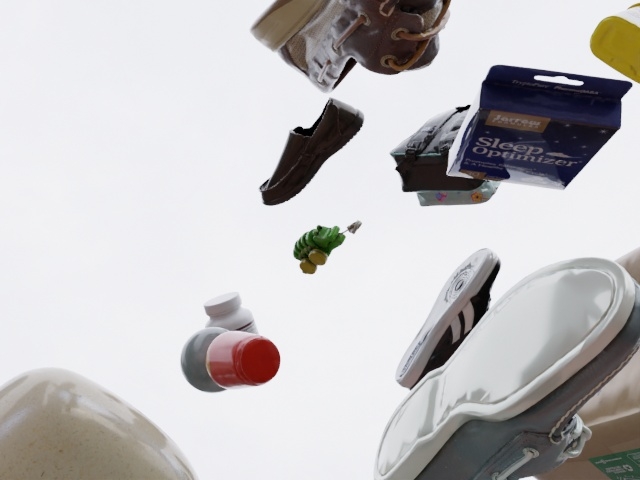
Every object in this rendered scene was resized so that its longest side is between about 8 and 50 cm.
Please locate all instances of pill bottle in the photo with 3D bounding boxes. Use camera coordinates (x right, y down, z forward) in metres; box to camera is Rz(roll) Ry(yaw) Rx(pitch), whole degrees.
[{"bbox_3d":[-0.146,0.169,1.520,0.086,0.086,0.152,-16,-80,9],"label":"pill bottle"}]

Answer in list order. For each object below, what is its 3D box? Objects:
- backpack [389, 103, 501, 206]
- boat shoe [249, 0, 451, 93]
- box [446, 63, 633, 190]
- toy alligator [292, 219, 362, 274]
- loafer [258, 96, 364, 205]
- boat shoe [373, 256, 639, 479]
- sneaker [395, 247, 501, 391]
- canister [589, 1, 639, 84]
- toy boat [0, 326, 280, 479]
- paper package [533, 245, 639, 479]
[{"bbox_3d":[0.230,-0.144,1.489,0.166,0.188,0.144,-3,-54,38],"label":"backpack"},{"bbox_3d":[0.060,-0.198,0.731,0.123,0.123,0.342,51,-28,-12],"label":"boat shoe"},{"bbox_3d":[0.215,-0.109,0.915,0.137,0.036,0.225,8,-17,1],"label":"box"},{"bbox_3d":[0.000,0.000,1.347,0.051,0.056,0.190,35,-34,-8],"label":"toy alligator"},{"bbox_3d":[-0.029,-0.148,1.445,0.078,0.080,0.220,42,-79,-19],"label":"loafer"},{"bbox_3d":[0.152,0.123,0.682,0.099,0.116,0.319,27,-43,-9],"label":"boat shoe"},{"bbox_3d":[0.203,0.125,1.192,0.121,0.079,0.216,31,-82,-12],"label":"sneaker"},{"bbox_3d":[0.469,-0.283,1.287,0.126,0.170,0.073,38,-55,17],"label":"canister"},{"bbox_3d":[-0.168,0.198,0.816,0.267,0.318,0.148,53,-27,-14],"label":"toy boat"},{"bbox_3d":[0.410,0.158,1.086,0.168,0.309,0.325,34,-30,-6],"label":"paper package"}]
